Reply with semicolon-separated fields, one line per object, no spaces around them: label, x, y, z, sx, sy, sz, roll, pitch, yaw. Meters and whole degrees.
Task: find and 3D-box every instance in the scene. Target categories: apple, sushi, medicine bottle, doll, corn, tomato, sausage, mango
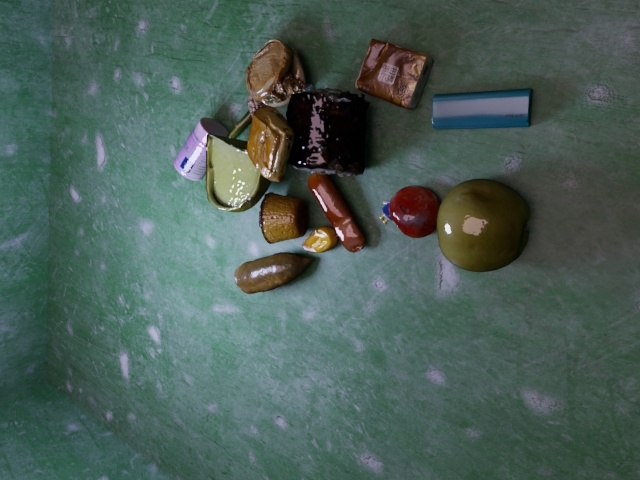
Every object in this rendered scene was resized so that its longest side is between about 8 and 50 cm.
apple;0.503;-0.042;1.494;0.257;0.233;0.295;11;106;34
sushi;0.019;-0.383;1.697;0.281;0.299;0.294;13;105;30
medicine bottle;-0.530;-0.405;2.124;0.152;0.152;0.254;51;121;14
doll;0.270;-0.121;1.731;0.143;0.057;0.099;-51;63;26
corn;-0.239;-0.497;1.974;0.079;0.079;0.237;-20;92;33
tomato;0.332;-0.094;1.647;0.173;0.099;0.189;-31;98;19
sausage;0.067;-0.113;1.837;0.097;0.094;0.348;-32;88;27
mango;0.000;0.000;1.920;0.187;0.066;0.101;-27;92;38

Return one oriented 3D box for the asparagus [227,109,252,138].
asparagus;-0.331;-0.505;2.051;0.045;0.041;0.178;42;108;-14

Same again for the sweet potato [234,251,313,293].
sweet potato;-0.200;0.130;2.019;0.369;0.158;0.158;-20;88;34

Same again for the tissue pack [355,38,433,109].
tissue pack;0.250;-0.573;1.642;0.226;0.092;0.183;28;112;22

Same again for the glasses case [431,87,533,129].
glasses case;0.509;-0.417;1.521;0.301;0.070;0.117;5;102;30

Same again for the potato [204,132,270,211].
potato;-0.316;-0.256;1.964;0.330;0.212;0.280;25;105;29

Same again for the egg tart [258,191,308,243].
egg tart;-0.148;-0.094;1.924;0.170;0.215;0.215;-1;98;18

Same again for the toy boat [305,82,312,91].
toy boat;-0.051;-0.556;1.864;0.149;0.034;0.105;45;122;19

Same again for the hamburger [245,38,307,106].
hamburger;-0.172;-0.644;1.850;0.286;0.146;0.243;27;99;40

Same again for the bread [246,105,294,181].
bread;-0.184;-0.344;1.675;0.235;0.099;0.210;57;139;40
